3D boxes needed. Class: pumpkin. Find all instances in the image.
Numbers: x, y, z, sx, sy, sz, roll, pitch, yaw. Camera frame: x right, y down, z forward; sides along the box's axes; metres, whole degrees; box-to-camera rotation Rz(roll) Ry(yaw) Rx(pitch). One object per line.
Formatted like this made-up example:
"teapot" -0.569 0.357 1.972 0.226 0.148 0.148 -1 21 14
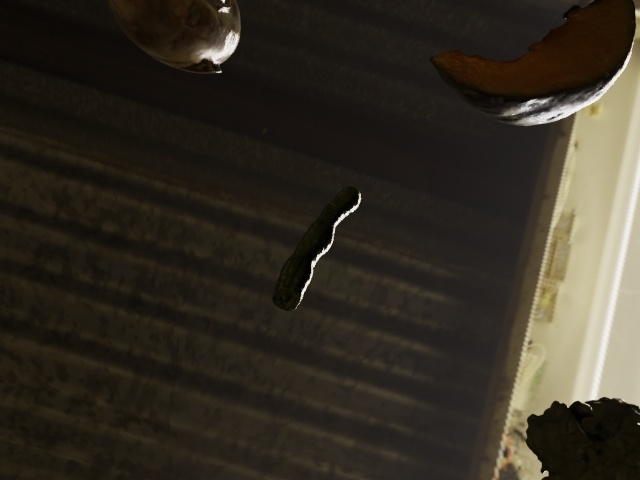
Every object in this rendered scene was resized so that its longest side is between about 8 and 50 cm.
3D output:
"pumpkin" 0.317 -0.209 1.247 0.312 0.169 0.148 -17 -125 -6

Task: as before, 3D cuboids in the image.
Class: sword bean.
"sword bean" 0.000 -0.001 1.178 0.043 0.038 0.269 53 -144 -15

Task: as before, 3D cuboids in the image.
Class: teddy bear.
"teddy bear" 0.339 0.389 1.151 0.368 0.224 0.357 -14 -109 -16

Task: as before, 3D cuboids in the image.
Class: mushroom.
"mushroom" -0.193 -0.348 1.235 0.184 0.255 0.255 -26 -100 8
